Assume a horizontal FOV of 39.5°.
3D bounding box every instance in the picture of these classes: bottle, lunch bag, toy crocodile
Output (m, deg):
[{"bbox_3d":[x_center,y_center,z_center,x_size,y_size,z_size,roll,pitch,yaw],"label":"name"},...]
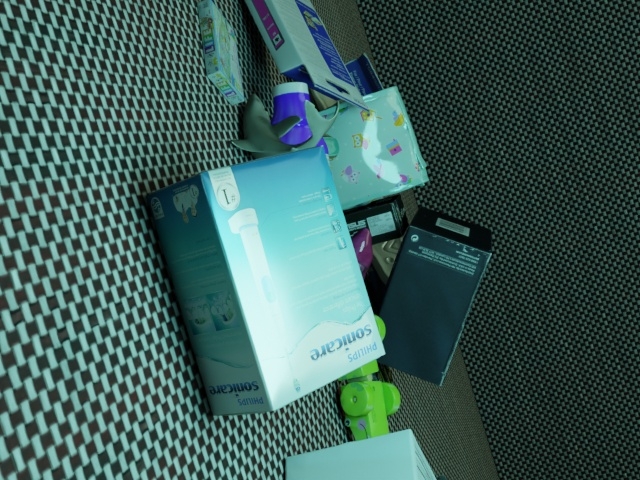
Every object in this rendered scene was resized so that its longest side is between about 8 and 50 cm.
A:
[{"bbox_3d":[-0.040,-0.143,1.621,0.118,0.092,0.283,-3,84,-47],"label":"bottle"},{"bbox_3d":[0.078,-0.186,1.876,0.160,0.262,0.224,-30,102,-76],"label":"lunch bag"},{"bbox_3d":[0.067,0.245,1.699,0.115,0.105,0.341,5,70,-53],"label":"toy crocodile"}]

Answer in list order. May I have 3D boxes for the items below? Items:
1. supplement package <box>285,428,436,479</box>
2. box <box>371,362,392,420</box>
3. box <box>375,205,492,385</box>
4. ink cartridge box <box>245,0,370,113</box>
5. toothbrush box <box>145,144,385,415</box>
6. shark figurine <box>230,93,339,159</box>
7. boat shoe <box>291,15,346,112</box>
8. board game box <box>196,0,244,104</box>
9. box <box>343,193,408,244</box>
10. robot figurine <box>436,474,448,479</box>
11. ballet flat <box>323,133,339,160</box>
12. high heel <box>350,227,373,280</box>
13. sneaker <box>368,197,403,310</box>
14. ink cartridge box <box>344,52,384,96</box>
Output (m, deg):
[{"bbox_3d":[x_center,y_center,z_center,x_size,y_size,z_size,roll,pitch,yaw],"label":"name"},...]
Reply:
[{"bbox_3d":[0.074,0.447,1.259,0.263,0.199,0.198,-91,160,-47],"label":"supplement package"},{"bbox_3d":[0.103,0.267,1.920,0.184,0.045,0.191,-79,149,-67],"label":"box"},{"bbox_3d":[0.232,0.107,1.891,0.296,0.182,0.294,-41,149,-76],"label":"box"},{"bbox_3d":[-0.039,-0.396,1.784,0.175,0.069,0.371,16,39,-49],"label":"ink cartridge box"},{"bbox_3d":[-0.065,0.048,1.143,0.216,0.126,0.296,-20,93,-45],"label":"toothbrush box"},{"bbox_3d":[-0.086,-0.167,1.494,0.116,0.278,0.166,9,94,-34],"label":"shark figurine"},{"bbox_3d":[-0.025,-0.402,2.074,0.116,0.096,0.325,-39,115,-31],"label":"boat shoe"},{"bbox_3d":[-0.172,-0.326,1.544,0.103,0.026,0.154,47,30,-62],"label":"board game box"},{"bbox_3d":[0.090,-0.033,1.917,0.147,0.180,0.078,-41,115,-75],"label":"box"},{"bbox_3d":[0.131,0.513,1.439,0.085,0.210,0.291,66,24,-47],"label":"robot figurine"},{"bbox_3d":[-0.052,-0.175,1.731,0.206,0.067,0.073,2,79,-45],"label":"ballet flat"},{"bbox_3d":[0.065,0.028,1.751,0.117,0.082,0.244,-65,175,2],"label":"high heel"},{"bbox_3d":[0.156,0.064,2.266,0.236,0.130,0.323,89,-19,-52],"label":"sneaker"},{"bbox_3d":[0.116,-0.272,2.191,0.324,0.071,0.330,64,-9,-3],"label":"ink cartridge box"}]
